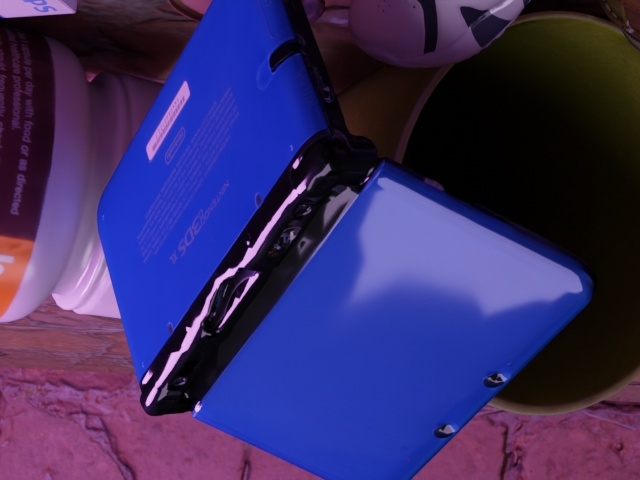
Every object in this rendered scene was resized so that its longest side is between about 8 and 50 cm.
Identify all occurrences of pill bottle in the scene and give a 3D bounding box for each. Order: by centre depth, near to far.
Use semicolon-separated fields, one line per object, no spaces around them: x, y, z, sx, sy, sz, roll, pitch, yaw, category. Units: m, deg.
-0.303;-0.060;1.236;0.392;0.224;0.224;10;165;-23;pill bottle

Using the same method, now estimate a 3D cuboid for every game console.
0.000;0.000;1.071;0.173;0.250;0.293;1;145;-31;game console

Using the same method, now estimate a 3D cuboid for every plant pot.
0.090;-0.028;1.253;0.275;0.275;0.293;12;178;-30;plant pot

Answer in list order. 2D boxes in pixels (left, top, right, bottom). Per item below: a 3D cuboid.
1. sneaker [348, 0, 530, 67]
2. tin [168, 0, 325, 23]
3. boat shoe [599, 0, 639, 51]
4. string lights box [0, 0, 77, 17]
0.066;-0.175;0.932;0.153;0.094;0.235;17;161;-40;sneaker
-0.056;-0.182;1.060;0.106;0.040;0.190;-2;165;8;tin
0.307;-0.146;0.940;0.307;0.111;0.104;-2;166;23;boat shoe
-0.255;-0.186;0.890;0.259;0.133;0.077;0;165;20;string lights box
